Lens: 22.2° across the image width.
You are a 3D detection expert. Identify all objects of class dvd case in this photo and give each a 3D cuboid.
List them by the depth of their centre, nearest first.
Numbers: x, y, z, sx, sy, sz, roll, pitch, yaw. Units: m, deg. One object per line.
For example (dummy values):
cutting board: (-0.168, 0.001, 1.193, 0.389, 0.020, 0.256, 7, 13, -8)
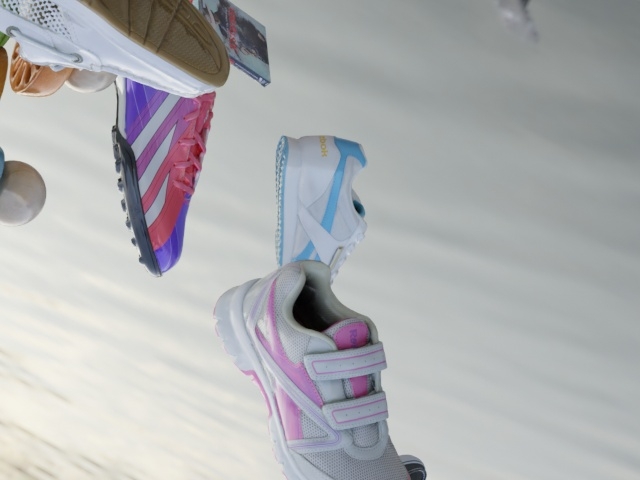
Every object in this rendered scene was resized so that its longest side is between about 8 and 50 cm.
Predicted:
dvd case: (-0.101, -0.235, 1.847, 0.013, 0.087, 0.119, -29, 140, 30)

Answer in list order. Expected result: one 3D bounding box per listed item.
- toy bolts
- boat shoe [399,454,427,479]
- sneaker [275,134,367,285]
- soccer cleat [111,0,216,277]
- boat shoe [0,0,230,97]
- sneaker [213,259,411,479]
toy bolts: (-0.270, -0.094, 1.391, 0.158, 0.228, 0.218, 23, -150, -29)
boat shoe: (0.049, 0.237, 1.446, 0.040, 0.142, 0.049, 23, 127, 41)
sneaker: (0.000, 0.000, 1.672, 0.092, 0.087, 0.229, -1, 123, -6)
soccer cleat: (-0.151, -0.124, 1.624, 0.116, 0.318, 0.108, -6, 176, -4)
boat shoe: (-0.204, -0.181, 1.277, 0.277, 0.098, 0.096, 29, 126, -18)
sneaker: (0.007, 0.123, 1.401, 0.111, 0.103, 0.252, -44, 72, 40)
